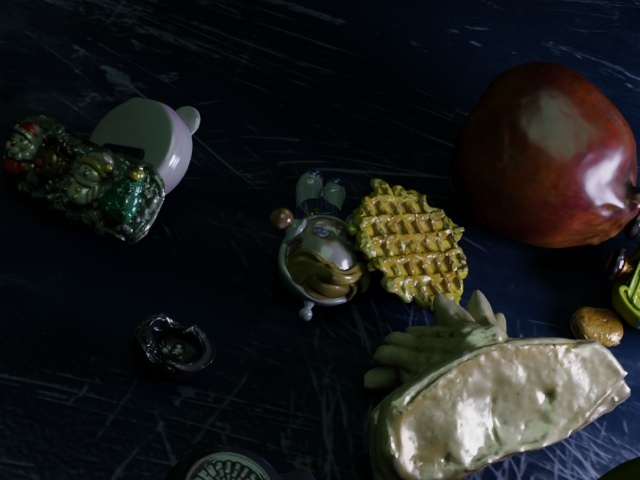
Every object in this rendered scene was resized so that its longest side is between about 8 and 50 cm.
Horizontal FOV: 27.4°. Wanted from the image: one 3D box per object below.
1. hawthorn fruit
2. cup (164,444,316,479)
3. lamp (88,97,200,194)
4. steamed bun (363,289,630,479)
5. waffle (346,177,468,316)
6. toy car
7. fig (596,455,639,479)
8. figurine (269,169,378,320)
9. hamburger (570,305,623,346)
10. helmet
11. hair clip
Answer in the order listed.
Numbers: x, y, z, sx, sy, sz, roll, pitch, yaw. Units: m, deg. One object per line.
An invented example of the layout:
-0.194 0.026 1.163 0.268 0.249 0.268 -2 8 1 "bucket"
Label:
0.379 -0.132 2.190 0.325 0.308 0.308 48 55 4 "hawthorn fruit"
-0.110 0.369 1.737 0.223 0.177 0.169 -12 53 -26 "cup"
-0.298 -0.117 2.120 0.179 0.108 0.246 10 67 31 "lamp"
0.222 0.209 1.959 0.428 0.189 0.247 -22 98 -21 "steamed bun"
0.146 0.013 2.097 0.238 0.058 0.243 41 37 -20 "waffle"
0.578 0.054 2.181 0.200 0.142 0.248 28 71 10 "toy car"
0.489 0.409 1.761 0.316 0.316 0.316 7 51 -8 "fig"
-0.009 -0.006 2.103 0.193 0.133 0.274 10 40 -36 "figurine"
0.451 0.141 2.144 0.083 0.044 0.076 7 51 -11 "hamburger"
-0.222 0.168 1.939 0.123 0.070 0.098 27 41 1 "helmet"
-0.387 -0.106 2.030 0.321 0.091 0.138 24 84 33 "hair clip"
